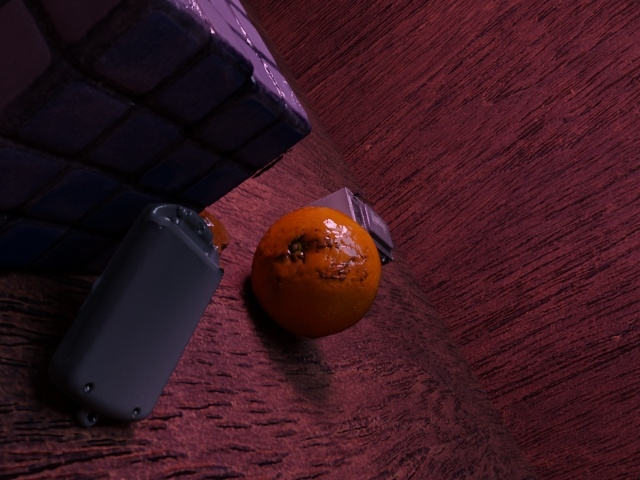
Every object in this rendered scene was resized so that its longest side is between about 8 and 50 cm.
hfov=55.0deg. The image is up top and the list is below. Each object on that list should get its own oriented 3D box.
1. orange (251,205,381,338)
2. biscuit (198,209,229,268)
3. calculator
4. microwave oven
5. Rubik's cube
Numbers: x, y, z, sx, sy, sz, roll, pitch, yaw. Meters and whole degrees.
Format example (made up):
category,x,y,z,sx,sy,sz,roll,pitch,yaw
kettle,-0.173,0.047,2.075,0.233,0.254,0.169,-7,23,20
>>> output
category,x,y,z,sx,sy,sz,roll,pitch,yaw
orange,-0.007,0.059,1.149,0.246,0.246,0.246,50,15,-19
biscuit,-0.258,-0.057,0.982,0.301,0.043,0.278,55,16,6
calculator,-0.184,0.078,0.645,0.246,0.045,0.141,-66,147,-21
microwave oven,0.074,-0.010,1.653,0.240,0.194,0.145,37,38,-52
Rubik's cube,-0.267,-0.194,0.644,0.344,0.344,0.337,58,13,16
